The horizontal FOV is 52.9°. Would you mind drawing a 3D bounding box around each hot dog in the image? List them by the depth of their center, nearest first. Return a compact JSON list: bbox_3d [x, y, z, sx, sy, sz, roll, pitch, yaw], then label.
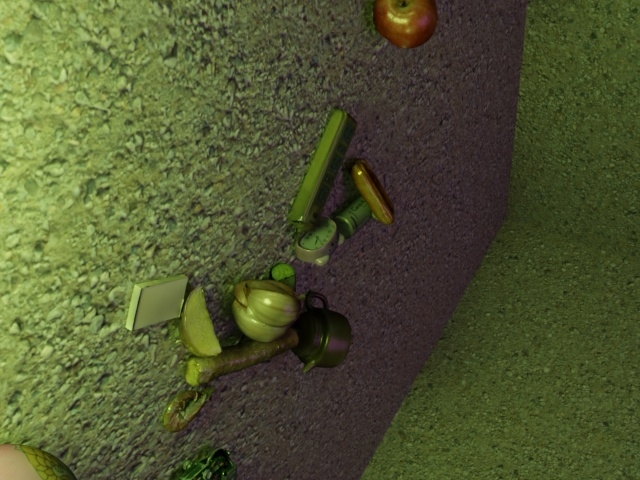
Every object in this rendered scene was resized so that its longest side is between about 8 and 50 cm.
[{"bbox_3d":[0.160,-0.150,2.028,0.249,0.068,0.100,56,25,-27],"label":"hot dog"}]

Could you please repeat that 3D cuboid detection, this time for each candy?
[{"bbox_3d":[-0.188,0.297,1.840,0.226,0.051,0.094,40,66,-64],"label":"candy"}]

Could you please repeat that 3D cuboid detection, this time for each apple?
[{"bbox_3d":[0.236,-0.620,1.778,0.199,0.199,0.199,-44,146,-41],"label":"apple"}]

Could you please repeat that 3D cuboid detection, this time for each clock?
[{"bbox_3d":[0.000,0.000,1.890,0.152,0.110,0.050,-51,153,-32],"label":"clock"}]

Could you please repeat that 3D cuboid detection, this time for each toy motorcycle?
[{"bbox_3d":[-0.341,0.704,1.788,0.275,0.125,0.187,-33,129,-50],"label":"toy motorcycle"}]

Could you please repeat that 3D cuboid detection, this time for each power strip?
[{"bbox_3d":[0.004,-0.178,1.808,0.092,0.066,0.387,23,90,-62],"label":"power strip"}]

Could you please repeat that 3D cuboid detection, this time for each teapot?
[{"bbox_3d":[-0.022,0.289,2.031,0.175,0.186,0.267,18,61,-36],"label":"teapot"}]

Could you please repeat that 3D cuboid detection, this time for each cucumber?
[{"bbox_3d":[-0.112,0.157,1.868,0.078,0.062,0.211,-16,139,-17],"label":"cucumber"}]

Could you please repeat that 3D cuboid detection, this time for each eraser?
[{"bbox_3d":[-0.355,0.133,1.408,0.150,0.023,0.103,-12,121,-60],"label":"eraser"}]

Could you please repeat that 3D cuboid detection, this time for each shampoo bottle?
[{"bbox_3d":[0.136,-0.101,2.102,0.262,0.085,0.085,-42,144,-42],"label":"shampoo bottle"}]

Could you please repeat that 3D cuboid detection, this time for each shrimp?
[{"bbox_3d":[-0.340,0.423,1.666,0.180,0.041,0.099,-33,123,-48],"label":"shrimp"}]

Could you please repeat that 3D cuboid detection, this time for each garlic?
[{"bbox_3d":[-0.141,0.187,1.662,0.214,0.191,0.160,-100,-157,-82],"label":"garlic"}]

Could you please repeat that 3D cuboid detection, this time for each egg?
[{"bbox_3d":[-0.536,0.458,1.119,0.196,0.196,0.271,-60,158,-15],"label":"egg"}]

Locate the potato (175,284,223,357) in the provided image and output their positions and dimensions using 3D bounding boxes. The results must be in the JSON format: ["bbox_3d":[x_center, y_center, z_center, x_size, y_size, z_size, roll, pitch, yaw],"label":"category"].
[{"bbox_3d":[-0.304,0.199,1.509,0.089,0.101,0.172,-21,99,-28],"label":"potato"}]

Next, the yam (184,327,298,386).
[{"bbox_3d":[-0.198,0.299,1.713,0.357,0.081,0.081,-14,124,-46],"label":"yam"}]
